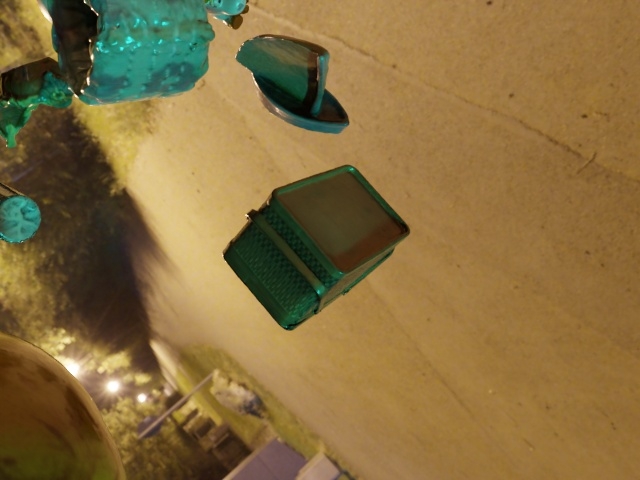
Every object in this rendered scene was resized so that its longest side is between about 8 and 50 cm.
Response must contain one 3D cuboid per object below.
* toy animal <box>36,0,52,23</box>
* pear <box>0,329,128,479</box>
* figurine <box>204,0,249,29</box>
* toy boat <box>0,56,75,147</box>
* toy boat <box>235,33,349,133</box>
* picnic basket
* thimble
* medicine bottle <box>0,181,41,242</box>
[{"bbox_3d":[-0.470,-0.501,1.293,0.235,0.165,0.187,57,-165,-14],"label":"toy animal"},{"bbox_3d":[-0.250,0.184,0.427,0.281,0.280,0.281,44,162,18],"label":"pear"},{"bbox_3d":[-0.220,-0.505,1.466,0.178,0.129,0.109,-93,7,-74],"label":"figurine"},{"bbox_3d":[-0.457,-0.214,1.060,0.292,0.108,0.099,-7,108,52],"label":"toy boat"},{"bbox_3d":[-0.064,-0.362,1.513,0.276,0.111,0.293,26,159,23],"label":"toy boat"},{"bbox_3d":[0.000,0.000,1.049,0.165,0.266,0.139,49,124,9],"label":"picnic basket"},{"bbox_3d":[-0.227,-0.257,0.828,0.211,0.149,0.186,28,125,50],"label":"thimble"},{"bbox_3d":[-0.360,-0.044,0.742,0.191,0.051,0.051,21,148,45],"label":"medicine bottle"}]
